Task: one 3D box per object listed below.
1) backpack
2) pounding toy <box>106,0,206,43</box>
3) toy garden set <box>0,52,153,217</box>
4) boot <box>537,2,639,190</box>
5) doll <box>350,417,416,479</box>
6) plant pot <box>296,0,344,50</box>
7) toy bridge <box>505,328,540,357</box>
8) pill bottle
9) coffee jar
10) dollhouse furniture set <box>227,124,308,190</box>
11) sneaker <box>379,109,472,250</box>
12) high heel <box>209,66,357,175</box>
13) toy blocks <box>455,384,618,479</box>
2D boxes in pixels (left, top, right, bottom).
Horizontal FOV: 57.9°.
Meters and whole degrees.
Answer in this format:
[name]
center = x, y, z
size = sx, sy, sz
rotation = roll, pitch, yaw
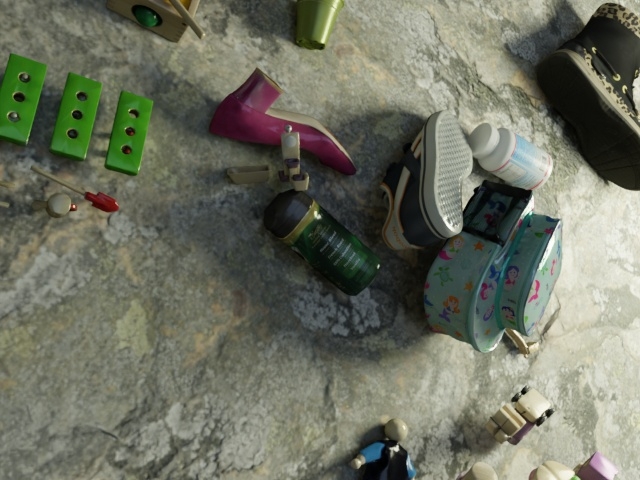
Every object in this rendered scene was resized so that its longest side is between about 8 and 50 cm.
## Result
[backpack]
center = 0.286, 0.058, 0.968
size = 0.253, 0.191, 0.225
rotation = -49, 142, -19
[pounding toy]
center = -0.217, -0.350, 0.811
size = 0.130, 0.100, 0.141
rotation = 22, 72, -25
[toy garden set]
center = -0.356, -0.117, 0.728
size = 0.244, 0.049, 0.204
rotation = 15, 73, -28
[boot]
center = 0.669, -0.327, 1.295
size = 0.377, 0.138, 0.284
rotation = 46, 63, -9
[doll]
center = 0.094, 0.371, 0.904
size = 0.129, 0.046, 0.189
rotation = 33, 68, -22
[plant pot]
center = -0.008, -0.359, 0.950
size = 0.083, 0.083, 0.079
rotation = 11, 89, -28
[toy bridge]
center = 0.367, 0.135, 1.107
size = 0.063, 0.026, 0.188
rotation = -17, 91, -28
[pill bottle]
center = 0.362, -0.163, 1.117
size = 0.160, 0.087, 0.087
rotation = 24, 71, -24
[coffee jar]
center = 0.000, 0.000, 0.879
size = 0.184, 0.096, 0.079
rotation = 40, 85, -19
[dollhouse furniture set]
center = -0.080, -0.120, 0.839
size = 0.114, 0.091, 0.081
rotation = -6, 115, -8
[sneaker]
center = 0.175, -0.109, 0.993
size = 0.126, 0.127, 0.321
rotation = 49, 38, -21
[high heel]
center = -0.051, -0.149, 0.906
size = 0.117, 0.082, 0.244
rotation = -46, 128, 11
[toy blocks]
center = 0.339, 0.476, 0.954
size = 0.288, 0.260, 0.309
rotation = -19, 52, -39
